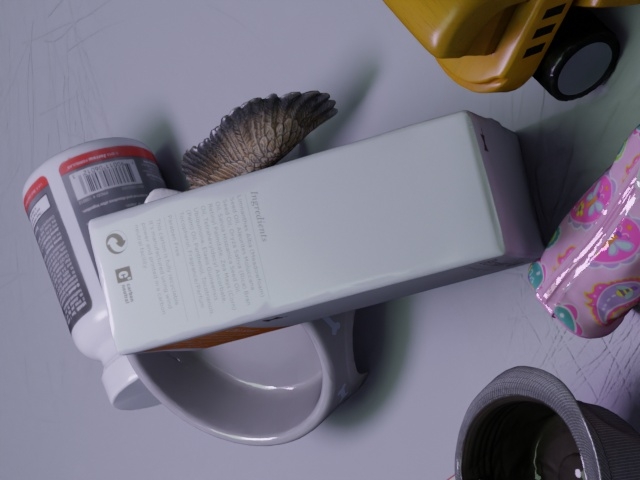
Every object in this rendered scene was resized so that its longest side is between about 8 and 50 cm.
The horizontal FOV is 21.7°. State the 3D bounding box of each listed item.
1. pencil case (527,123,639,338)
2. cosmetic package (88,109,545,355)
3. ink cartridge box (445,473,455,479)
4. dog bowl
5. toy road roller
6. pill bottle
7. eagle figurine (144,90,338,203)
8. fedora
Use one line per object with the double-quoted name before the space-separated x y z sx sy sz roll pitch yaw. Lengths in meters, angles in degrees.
"pencil case" 0.321 -0.028 1.707 0.124 0.124 0.284 58 138 29
"cosmetic package" 0.000 0.000 1.871 0.453 0.230 0.161 -16 83 18
"ink cartridge box" 0.201 0.346 1.924 0.115 0.067 0.198 55 180 31
"dog bowl" -0.106 0.119 2.158 0.348 0.102 0.349 13 129 17
"toy road roller" 0.206 -0.301 1.709 0.202 0.240 0.329 52 134 33
"pill bottle" -0.286 0.050 2.446 0.210 0.210 0.363 -45 61 47
"eagle figurine" -0.078 -0.070 2.176 0.298 0.226 0.225 -1 75 58
"fedora" 0.257 0.247 1.731 0.275 0.124 0.244 -28 70 59
